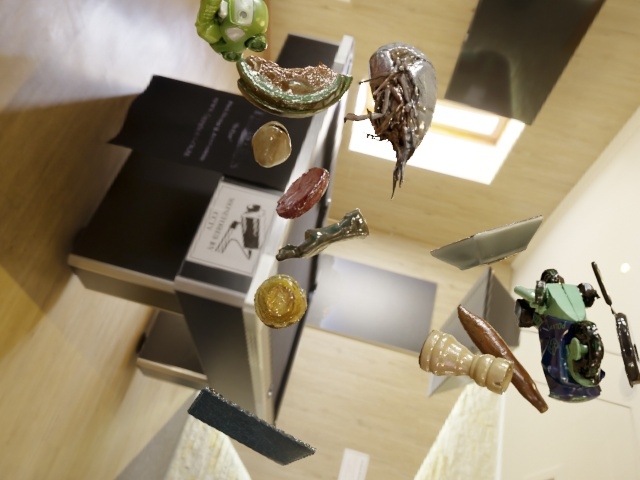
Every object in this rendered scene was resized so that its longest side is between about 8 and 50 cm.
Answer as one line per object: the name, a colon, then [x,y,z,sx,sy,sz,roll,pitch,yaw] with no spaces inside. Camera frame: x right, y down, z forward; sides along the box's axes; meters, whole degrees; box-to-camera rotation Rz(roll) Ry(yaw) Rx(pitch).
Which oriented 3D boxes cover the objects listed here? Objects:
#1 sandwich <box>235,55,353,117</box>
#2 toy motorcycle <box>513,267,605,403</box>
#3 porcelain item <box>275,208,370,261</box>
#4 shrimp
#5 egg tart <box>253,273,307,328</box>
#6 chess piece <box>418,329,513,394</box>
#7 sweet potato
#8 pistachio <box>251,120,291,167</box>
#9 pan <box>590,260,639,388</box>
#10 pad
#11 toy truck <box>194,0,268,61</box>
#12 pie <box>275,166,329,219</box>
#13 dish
sandwich: [-0.027,-0.176,0.621,0.029,0.135,0.067,117,-31,-74]
toy motorcycle: [0.468,0.185,1.051,0.331,0.125,0.196,-73,164,-68]
porcelain item: [0.000,0.000,1.226,0.081,0.216,0.069,91,-24,-83]
shrimp: [0.130,-0.218,0.934,0.116,0.145,0.342,-36,-142,49]
egg tart: [-0.096,0.141,1.258,0.049,0.129,0.128,75,31,-77]
chess piece: [0.211,0.180,0.786,0.066,0.122,0.066,-26,124,-46]
sweet potato: [0.363,0.233,1.105,0.264,0.057,0.057,55,-26,30]
pistachio: [-0.152,-0.297,1.685,0.185,0.126,0.108,107,0,-63]
pan: [0.528,0.145,0.962,0.136,0.028,0.234,-25,96,-60]
pad: [-0.160,0.412,1.184,0.012,0.269,0.269,-62,-177,-34]
toy truck: [-0.254,-0.588,1.464,0.187,0.211,0.148,-18,-110,50]
pie: [-0.037,-0.104,1.190,0.154,0.036,0.154,-36,-155,20]
dish: [0.425,0.017,1.364,0.182,0.243,0.080,-30,-105,62]
